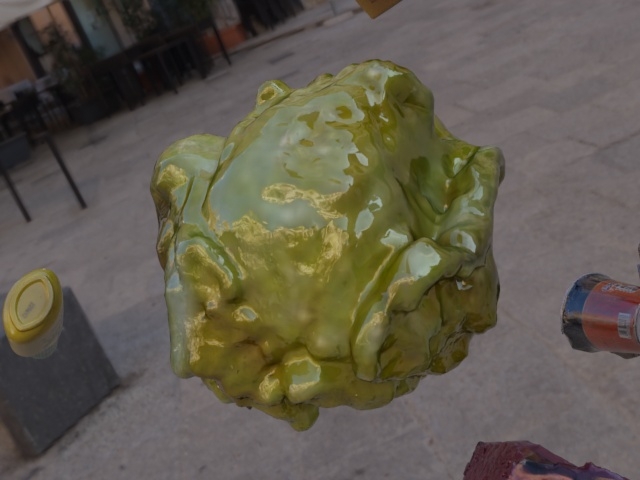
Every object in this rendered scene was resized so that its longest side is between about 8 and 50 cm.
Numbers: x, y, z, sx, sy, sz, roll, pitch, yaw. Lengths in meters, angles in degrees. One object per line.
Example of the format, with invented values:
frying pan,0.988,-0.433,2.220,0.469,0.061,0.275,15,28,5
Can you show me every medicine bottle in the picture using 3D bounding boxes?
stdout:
medicine bottle,-0.367,0.111,1.039,0.260,0.064,0.095,131,155,-66

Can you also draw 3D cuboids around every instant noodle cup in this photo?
instant noodle cup,0.439,0.112,1.163,0.127,0.127,0.135,-31,13,-18

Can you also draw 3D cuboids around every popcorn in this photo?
popcorn,0.017,0.006,0.694,0.312,0.312,0.312,-20,21,8

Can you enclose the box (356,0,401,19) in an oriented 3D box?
box,0.122,-0.515,1.156,0.116,0.264,0.415,-52,19,-22

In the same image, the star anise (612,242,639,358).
star anise,0.553,0.121,1.273,0.209,0.231,0.089,-48,9,11

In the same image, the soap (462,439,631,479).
soap,0.263,0.272,0.666,0.112,0.289,0.182,-64,2,-11
